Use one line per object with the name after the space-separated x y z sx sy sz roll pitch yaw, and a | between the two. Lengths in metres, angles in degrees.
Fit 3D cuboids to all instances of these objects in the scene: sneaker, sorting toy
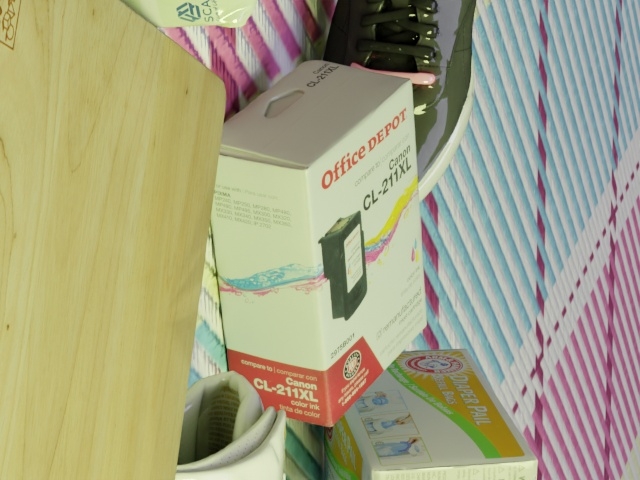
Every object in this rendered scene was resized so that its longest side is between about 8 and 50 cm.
-0.035 0.153 1.085 0.292 0.108 0.169 -12 109 -71 | sneaker
0.049 -0.168 1.234 0.147 0.104 0.296 60 41 -70 | sneaker
-0.133 0.031 0.761 0.255 0.089 0.257 32 64 -71 | sorting toy

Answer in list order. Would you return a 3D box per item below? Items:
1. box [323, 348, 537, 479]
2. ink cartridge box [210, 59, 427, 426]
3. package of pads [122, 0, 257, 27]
0.066 0.156 1.290 0.203 0.103 0.114 -117 -154 -72 | box
0.000 0.000 1.172 0.127 0.072 0.175 -43 137 -46 | ink cartridge box
-0.061 -0.266 0.851 0.296 0.101 0.229 -77 162 -48 | package of pads
